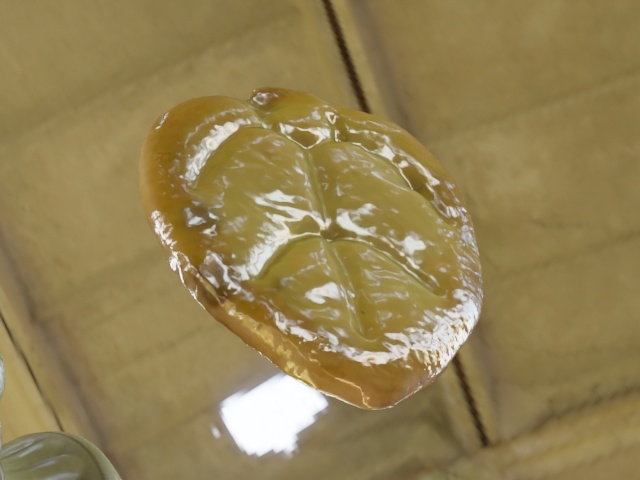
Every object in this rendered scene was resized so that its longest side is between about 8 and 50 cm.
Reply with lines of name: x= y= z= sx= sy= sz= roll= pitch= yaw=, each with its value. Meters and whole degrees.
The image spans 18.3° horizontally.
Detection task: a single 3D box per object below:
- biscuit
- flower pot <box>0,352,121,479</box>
biscuit: x=0.003 y=-0.004 z=1.100 sx=0.203 sy=0.260 sz=0.041 roll=11 pitch=-53 yaw=-21
flower pot: x=-0.254 y=0.162 z=1.075 sx=0.244 sy=0.307 sz=0.307 roll=30 pitch=-77 yaw=-38
